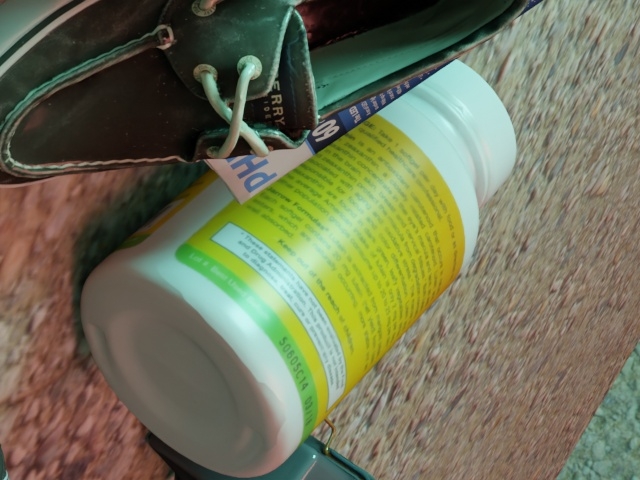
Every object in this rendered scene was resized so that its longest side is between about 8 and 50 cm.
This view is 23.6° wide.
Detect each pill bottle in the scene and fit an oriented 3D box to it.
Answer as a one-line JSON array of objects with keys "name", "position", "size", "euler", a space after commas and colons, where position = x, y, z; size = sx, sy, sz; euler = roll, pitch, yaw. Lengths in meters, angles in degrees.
[{"name": "pill bottle", "position": [0.000, 0.000, 0.829], "size": [0.246, 0.136, 0.136], "euler": [-44, 156, -35]}]

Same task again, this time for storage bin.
[{"name": "storage bin", "position": [-0.038, 0.140, 0.974], "size": [0.098, 0.135, 0.091], "euler": [-53, 150, -12]}]

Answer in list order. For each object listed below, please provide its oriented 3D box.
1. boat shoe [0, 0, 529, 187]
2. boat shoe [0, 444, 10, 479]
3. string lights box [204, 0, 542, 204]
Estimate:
[{"name": "boat shoe", "position": [-0.029, -0.068, 0.539], "size": [0.219, 0.070, 0.077], "euler": [-26, 141, -14]}, {"name": "boat shoe", "position": [-0.197, 0.124, 0.694], "size": [0.142, 0.049, 0.040], "euler": [-31, 128, -55]}, {"name": "string lights box", "position": [0.037, -0.135, 0.659], "size": [0.260, 0.076, 0.133], "euler": [-33, 156, 0]}]
